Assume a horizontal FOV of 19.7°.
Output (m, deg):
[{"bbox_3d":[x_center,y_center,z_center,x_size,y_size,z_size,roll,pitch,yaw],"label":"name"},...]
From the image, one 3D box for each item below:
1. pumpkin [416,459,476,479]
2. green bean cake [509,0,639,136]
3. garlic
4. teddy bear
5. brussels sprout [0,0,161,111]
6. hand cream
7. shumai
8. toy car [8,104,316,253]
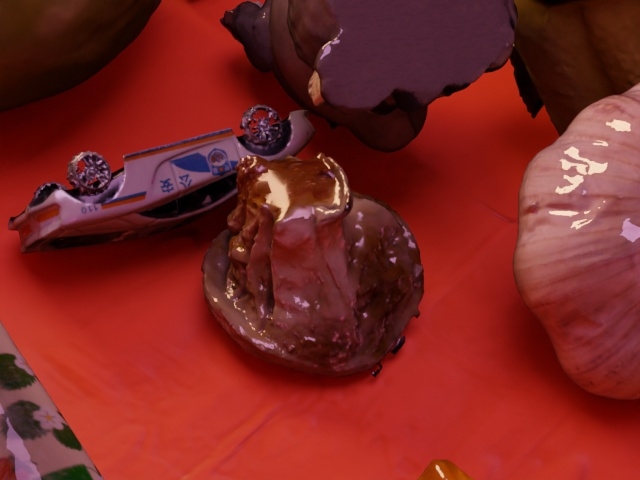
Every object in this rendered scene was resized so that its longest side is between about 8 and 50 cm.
[{"bbox_3d":[0.188,0.184,0.909,0.290,0.095,0.258,3,16,-8],"label":"pumpkin"},{"bbox_3d":[0.306,-0.163,1.217,0.310,0.202,0.285,-6,31,36],"label":"green bean cake"},{"bbox_3d":[0.229,0.003,1.041,0.199,0.226,0.199,1,87,-23],"label":"garlic"},{"bbox_3d":[0.047,-0.137,1.185,0.171,0.251,0.144,-29,95,-8],"label":"teddy bear"},{"bbox_3d":[-0.231,-0.223,1.193,0.328,0.247,0.328,7,47,-7],"label":"brussels sprout"},{"bbox_3d":[-0.159,0.125,0.984,0.095,0.059,0.276,-21,56,-25],"label":"hand cream"},{"bbox_3d":[-0.003,0.002,1.088,0.145,0.116,0.145,6,44,-6],"label":"shumai"},{"bbox_3d":[-0.093,-0.036,1.133,0.205,0.095,0.056,-17,85,-27],"label":"toy car"}]
